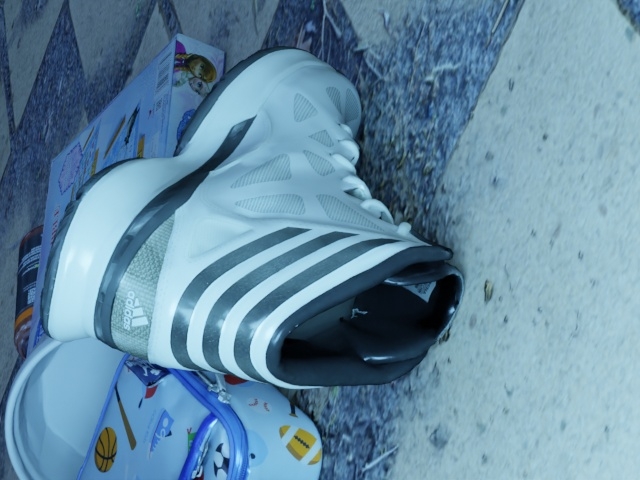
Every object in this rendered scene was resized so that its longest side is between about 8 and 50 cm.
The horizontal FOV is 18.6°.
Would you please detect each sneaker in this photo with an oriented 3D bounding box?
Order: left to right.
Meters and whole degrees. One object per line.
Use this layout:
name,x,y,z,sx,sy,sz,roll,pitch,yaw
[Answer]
sneaker,0.000,0.001,1.481,0.447,0.257,0.169,-45,-28,-58

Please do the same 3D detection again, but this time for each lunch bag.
lunch bag,-0.115,0.239,1.636,0.243,0.115,0.303,39,115,54

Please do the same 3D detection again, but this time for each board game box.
board game box,-0.215,-0.012,2.122,0.318,0.066,0.319,-36,42,49

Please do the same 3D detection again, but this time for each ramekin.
ramekin,-0.184,0.152,1.792,0.109,0.207,0.207,-108,36,-70

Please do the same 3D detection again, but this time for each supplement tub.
supplement tub,-0.307,0.081,2.300,0.106,0.106,0.198,124,152,-43
